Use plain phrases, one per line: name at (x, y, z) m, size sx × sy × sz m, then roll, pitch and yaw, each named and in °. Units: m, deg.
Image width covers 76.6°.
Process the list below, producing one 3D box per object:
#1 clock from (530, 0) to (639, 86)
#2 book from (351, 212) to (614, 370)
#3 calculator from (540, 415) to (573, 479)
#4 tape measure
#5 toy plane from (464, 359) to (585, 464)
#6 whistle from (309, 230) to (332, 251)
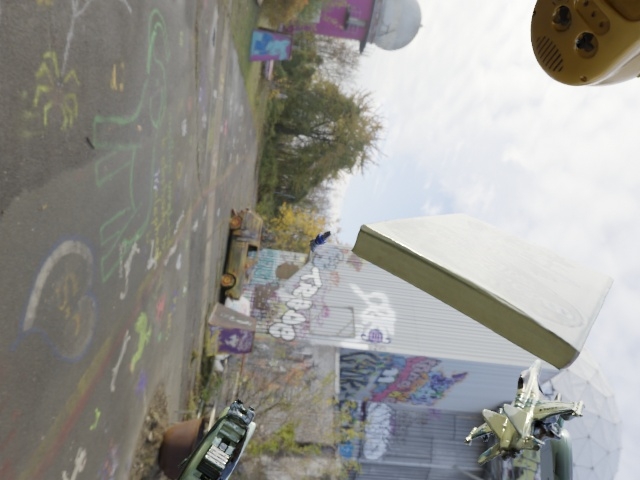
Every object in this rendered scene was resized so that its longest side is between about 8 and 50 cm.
clock at (0.477, -0.388, 0.632) m, size 0.317 × 0.200 × 0.244 m, roll 116°, pitch -47°, yaw -69°
book at (0.248, 0.031, 0.566) m, size 0.371 × 0.260 × 0.043 m, roll -10°, pitch 123°, yaw -50°
calculator at (0.518, 0.521, 0.892) m, size 0.185 × 0.041 × 0.299 m, roll 63°, pitch 38°, yaw -54°
tape measure at (-0.258, 0.514, 0.945) m, size 0.235 × 0.115 × 0.207 m, roll -61°, pitch 175°, yaw 36°
toy plane at (0.337, 0.269, 0.653) m, size 0.192 × 0.262 × 0.088 m, roll -41°, pitch -109°, yaw 39°
whistle at (0.000, 0.000, 0.998) m, size 0.083 × 0.029 × 0.033 m, roll -35°, pitch -120°, yaw 42°
